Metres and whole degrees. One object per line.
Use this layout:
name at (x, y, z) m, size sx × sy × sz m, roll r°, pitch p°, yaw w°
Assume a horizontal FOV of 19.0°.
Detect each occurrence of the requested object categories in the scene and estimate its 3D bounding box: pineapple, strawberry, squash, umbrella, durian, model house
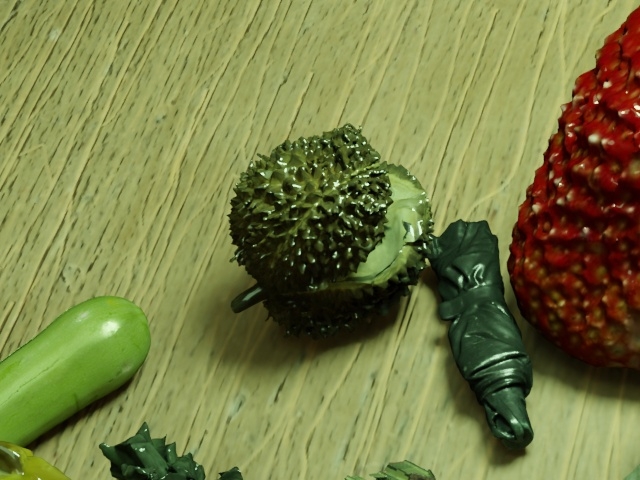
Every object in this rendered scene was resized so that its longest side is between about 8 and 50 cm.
pineapple at (-0.074, 0.228, 1.499) m, size 0.248 × 0.128 × 0.128 m, roll 27°, pitch 59°, yaw 39°
strawberry at (0.307, -0.039, 1.569) m, size 0.351 × 0.267 × 0.312 m, roll -40°, pitch 53°, yaw 10°
squash at (-0.251, 0.135, 1.645) m, size 0.250 × 0.083 × 0.083 m, roll -38°, pitch 51°, yaw -18°
umbrella at (0.141, 0.077, 1.620) m, size 0.066 × 0.059 × 0.236 m, roll -27°, pitch 44°, yaw 12°
durian at (0.000, 0.000, 1.637) m, size 0.196 × 0.196 × 0.167 m, roll -24°, pitch 32°, yaw -9°
model house at (0.059, 0.211, 1.514) m, size 0.058 × 0.057 × 0.083 m, roll 23°, pitch 13°, yaw 35°

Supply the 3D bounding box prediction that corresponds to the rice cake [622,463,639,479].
rice cake at (0.238, 0.191, 1.385) m, size 0.052 × 0.256 × 0.057 m, roll 43°, pitch 38°, yaw 7°

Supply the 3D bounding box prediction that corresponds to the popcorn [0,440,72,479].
popcorn at (-0.260, 0.279, 1.444) m, size 0.250 × 0.190 × 0.250 m, roll -5°, pitch 54°, yaw 7°
